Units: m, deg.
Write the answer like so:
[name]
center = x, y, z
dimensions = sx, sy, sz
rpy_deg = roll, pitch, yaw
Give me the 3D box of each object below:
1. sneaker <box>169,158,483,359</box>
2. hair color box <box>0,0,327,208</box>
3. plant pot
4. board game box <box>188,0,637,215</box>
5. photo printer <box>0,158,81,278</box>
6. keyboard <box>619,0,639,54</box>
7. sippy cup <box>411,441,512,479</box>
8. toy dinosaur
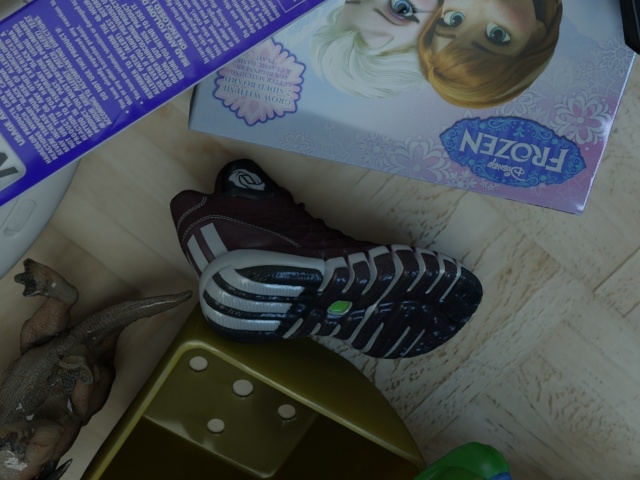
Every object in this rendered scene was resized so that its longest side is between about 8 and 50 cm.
[sneaker]
center = 0.000, 0.000, 1.205
dimensions = 0.281, 0.162, 0.106
rpy_deg = 11, 125, -45
[hair color box]
center = -0.109, -0.161, 0.988
dimensions = 0.339, 0.185, 0.110
rpy_deg = -30, 110, 4
[plant pot]
center = -0.063, 0.163, 1.225
dimensions = 0.212, 0.187, 0.212
rpy_deg = 30, 110, -13
[board game box]
center = 0.088, -0.202, 1.134
dimensions = 0.318, 0.066, 0.318
rpy_deg = 11, 113, -7
[photo printer]
center = -0.337, -0.094, 1.146
dimensions = 0.307, 0.107, 0.256
rpy_deg = 32, 109, -15
[keyboard]
center = 0.292, -0.200, 1.123
dimensions = 0.180, 0.023, 0.108
rpy_deg = -31, 125, -17
[sippy cup]
center = 0.121, 0.307, 1.132
dimensions = 0.224, 0.305, 0.240
rpy_deg = 41, 92, 20
[toy dinosaur]
center = -0.225, 0.137, 1.241
dimensions = 0.127, 0.200, 0.296
rpy_deg = 40, 80, 24
